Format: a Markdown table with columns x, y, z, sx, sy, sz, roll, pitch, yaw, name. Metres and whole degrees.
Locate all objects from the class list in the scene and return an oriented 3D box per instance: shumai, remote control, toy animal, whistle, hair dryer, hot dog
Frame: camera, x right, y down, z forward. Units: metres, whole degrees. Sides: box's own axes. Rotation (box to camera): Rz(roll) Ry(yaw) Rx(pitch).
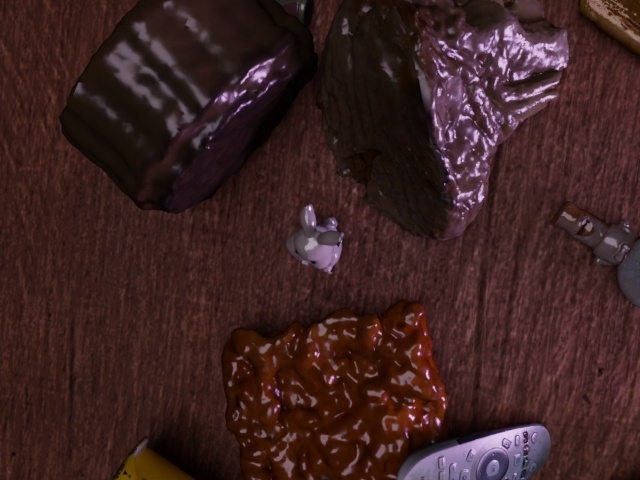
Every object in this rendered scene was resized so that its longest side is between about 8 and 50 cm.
| x | y | z | sx | sy | sz | roll | pitch | yaw | name |
| --- | --- | --- | --- | --- | --- | --- | --- | --- | --- |
| 0.160 | -0.198 | 0.967 | 0.283 | 0.217 | 0.346 | -41 | 118 | -26 | shumai |
| 0.205 | 0.298 | 0.978 | 0.256 | 0.045 | 0.097 | -3 | 103 | -26 | remote control |
| -0.004 | 0.005 | 1.020 | 0.071 | 0.124 | 0.085 | 41 | 98 | 11 | toy animal |
| 0.412 | 0.019 | 0.976 | 0.220 | 0.057 | 0.107 | 32 | 113 | 12 | whistle |
| -0.050 | -0.384 | 1.049 | 0.106 | 0.054 | 0.154 | 15 | 86 | 14 | hair dryer |
| 0.462 | -0.251 | 0.942 | 0.289 | 0.068 | 0.083 | 35 | 122 | 3 | hot dog |

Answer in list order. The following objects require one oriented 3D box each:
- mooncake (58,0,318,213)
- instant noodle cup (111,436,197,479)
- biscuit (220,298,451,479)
| x | y | z | sx | sy | sz | roll | pitch | yaw | name |
| --- | --- | --- | --- | --- | --- | --- | --- | --- | --- |
| -0.158 | -0.185 | 0.943 | 0.187 | 0.324 | 0.324 | 45 | 100 | 0 | mooncake |
| -0.216 | 0.473 | 1.009 | 0.254 | 0.325 | 0.325 | 28 | 98 | -1 | instant noodle cup |
| 0.026 | 0.254 | 1.038 | 0.312 | 0.110 | 0.318 | -12 | 91 | 10 | biscuit |
